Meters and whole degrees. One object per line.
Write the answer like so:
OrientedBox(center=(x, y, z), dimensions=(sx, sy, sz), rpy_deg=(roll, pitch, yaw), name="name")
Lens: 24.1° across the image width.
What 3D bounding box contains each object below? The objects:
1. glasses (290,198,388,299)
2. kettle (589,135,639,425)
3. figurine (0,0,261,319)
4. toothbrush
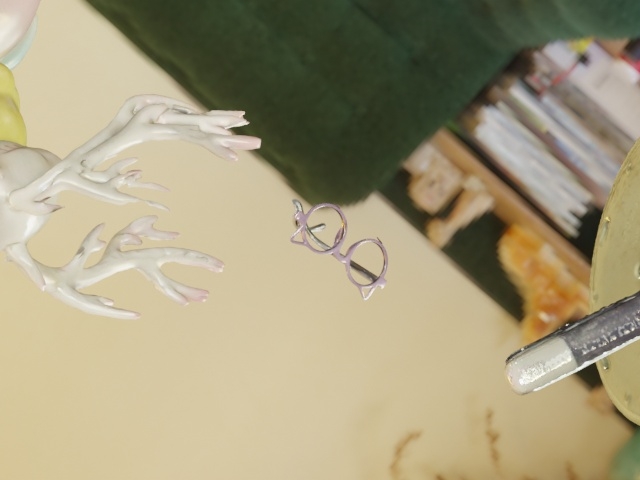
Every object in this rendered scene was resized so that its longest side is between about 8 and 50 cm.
OrientedBox(center=(0.000, 0.000, 1.621), dimensions=(0.140, 0.062, 0.104), rpy_deg=(38, 168, -33), name="glasses")
OrientedBox(center=(0.441, 0.078, 1.140), dimensions=(0.377, 0.250, 0.361), rpy_deg=(9, -143, -17), name="kettle")
OrientedBox(center=(-0.224, -0.088, 1.257), dimensions=(0.315, 0.284, 0.206), rpy_deg=(66, 150, 25), name="figurine")
OrientedBox(center=(0.213, 0.002, 0.693), dimensions=(0.024, 0.288, 0.026), rpy_deg=(62, 174, 22), name="toothbrush")
